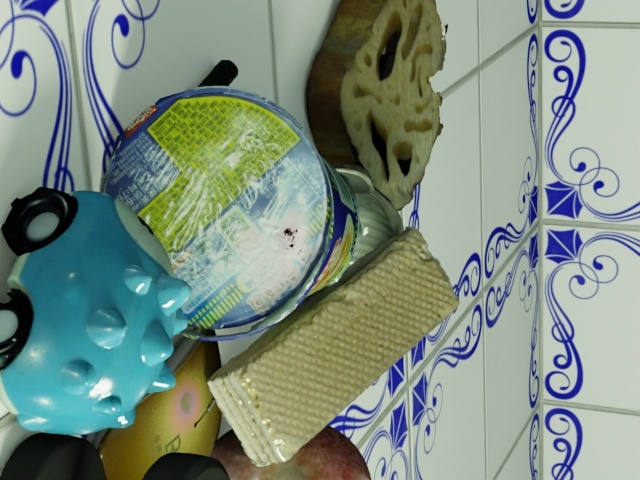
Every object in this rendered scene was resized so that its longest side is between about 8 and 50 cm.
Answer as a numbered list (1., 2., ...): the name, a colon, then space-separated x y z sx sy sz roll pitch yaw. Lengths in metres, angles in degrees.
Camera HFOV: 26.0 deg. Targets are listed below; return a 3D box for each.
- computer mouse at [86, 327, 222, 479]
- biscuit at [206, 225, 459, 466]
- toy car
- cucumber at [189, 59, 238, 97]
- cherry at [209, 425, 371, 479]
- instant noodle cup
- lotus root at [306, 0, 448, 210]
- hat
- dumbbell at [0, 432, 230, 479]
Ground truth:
1. computer mouse: -0.182 0.218 1.687 0.310 0.072 0.158 -47 139 -57
2. biscuit: 0.029 0.126 1.819 0.426 0.078 0.144 -35 98 -44
3. toy car: -0.224 0.075 1.400 0.188 0.190 0.255 61 37 -52
4. cucumber: -0.143 -0.183 1.744 0.133 0.032 0.032 -60 147 -47
5. cherry: -0.050 0.342 1.830 0.239 0.239 0.206 53 22 -58
6. instant noodle cup: -0.079 -0.026 1.668 0.312 0.284 0.284 6 89 -75
7. lotus root: 0.090 -0.230 2.211 0.375 0.111 0.390 -8 105 -66
8. hat: -0.004 -0.001 1.988 0.275 0.161 0.232 13 92 -43
9. dumbbell: -0.211 0.285 1.433 0.152 0.218 0.152 4 90 -67
